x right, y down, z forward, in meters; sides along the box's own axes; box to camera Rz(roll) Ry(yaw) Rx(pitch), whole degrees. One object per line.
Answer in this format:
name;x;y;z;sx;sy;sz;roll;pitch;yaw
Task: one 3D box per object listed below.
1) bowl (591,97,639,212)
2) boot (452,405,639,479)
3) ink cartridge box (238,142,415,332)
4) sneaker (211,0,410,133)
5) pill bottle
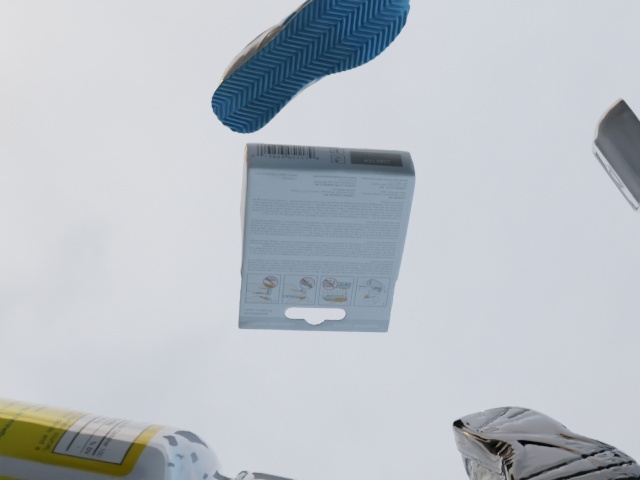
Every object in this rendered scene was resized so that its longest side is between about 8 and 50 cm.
bowl;0.352;-0.083;1.284;0.053;0.142;0.142;-36;-99;9
boot;0.162;0.224;0.778;0.236;0.085;0.179;-150;-129;-74
ink cartridge box;0.000;0.000;1.323;0.189;0.232;0.066;2;-139;-6
sneaker;-0.013;-0.202;1.166;0.228;0.087;0.092;-29;-155;19
pill bottle;-0.188;0.223;0.865;0.334;0.188;0.188;8;-109;13
